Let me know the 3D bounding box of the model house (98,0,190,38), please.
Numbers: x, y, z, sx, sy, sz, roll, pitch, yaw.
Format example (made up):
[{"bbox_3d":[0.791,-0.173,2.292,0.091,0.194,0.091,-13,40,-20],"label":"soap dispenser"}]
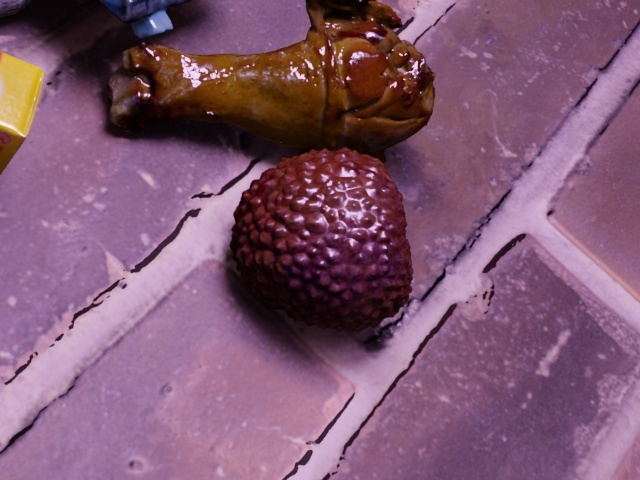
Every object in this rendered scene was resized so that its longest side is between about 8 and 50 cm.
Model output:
[{"bbox_3d":[-0.192,-0.342,1.278,0.261,0.226,0.241,-36,106,-51],"label":"model house"}]

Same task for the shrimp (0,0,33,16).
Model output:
[{"bbox_3d":[-0.422,-0.266,1.150,0.372,0.172,0.137,-25,80,-46],"label":"shrimp"}]

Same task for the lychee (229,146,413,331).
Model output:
[{"bbox_3d":[0.000,0.000,1.215,0.188,0.188,0.188,14,54,-21],"label":"lychee"}]

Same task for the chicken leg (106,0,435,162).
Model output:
[{"bbox_3d":[-0.029,-0.181,1.288,0.361,0.211,0.140,7,29,-28],"label":"chicken leg"}]

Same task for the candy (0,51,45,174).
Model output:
[{"bbox_3d":[-0.406,-0.142,1.080,0.276,0.146,0.088,21,55,-25],"label":"candy"}]
